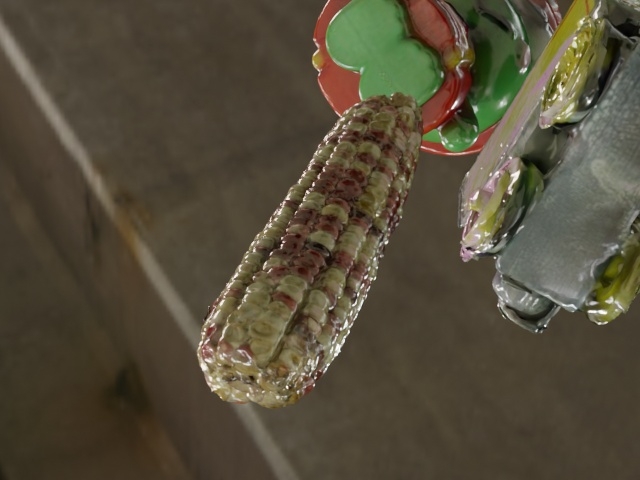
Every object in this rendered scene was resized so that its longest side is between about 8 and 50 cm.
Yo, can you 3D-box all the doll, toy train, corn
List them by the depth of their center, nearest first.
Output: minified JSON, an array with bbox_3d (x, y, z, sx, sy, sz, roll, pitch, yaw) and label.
[{"bbox_3d":[0.000,0.000,1.092,0.079,0.079,0.237,17,-128,12],"label":"corn"},{"bbox_3d":[0.189,-0.066,1.258,0.134,0.261,0.177,25,-151,-10],"label":"toy train"},{"bbox_3d":[0.116,-0.164,1.582,0.183,0.160,0.363,50,-148,10],"label":"doll"}]
